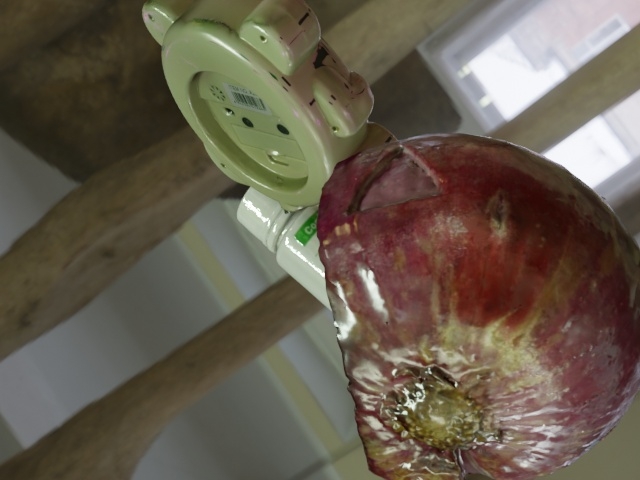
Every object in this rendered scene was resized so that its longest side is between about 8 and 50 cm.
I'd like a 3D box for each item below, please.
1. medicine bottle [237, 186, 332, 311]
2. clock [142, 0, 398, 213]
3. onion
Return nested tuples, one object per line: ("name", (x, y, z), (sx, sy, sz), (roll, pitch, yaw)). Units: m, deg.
("medicine bottle", (0.000, 0.000, 1.566), (0.237, 0.139, 0.139), (41, -160, 18))
("clock", (-0.062, -0.171, 1.285), (0.284, 0.114, 0.309), (20, 151, 38))
("onion", (0.126, 0.044, 0.799), (0.256, 0.230, 0.272), (66, -154, -56))
